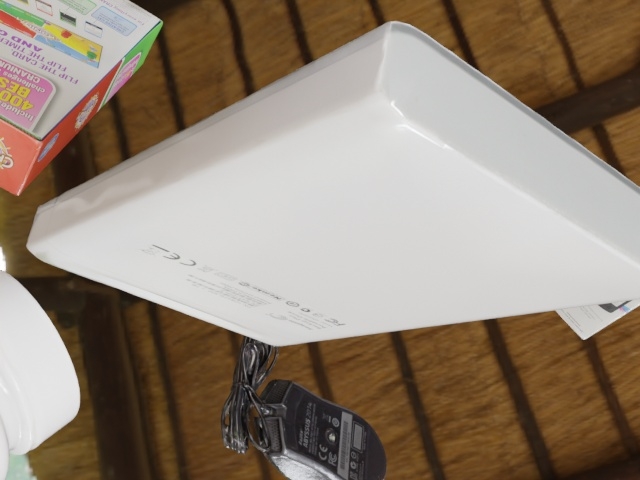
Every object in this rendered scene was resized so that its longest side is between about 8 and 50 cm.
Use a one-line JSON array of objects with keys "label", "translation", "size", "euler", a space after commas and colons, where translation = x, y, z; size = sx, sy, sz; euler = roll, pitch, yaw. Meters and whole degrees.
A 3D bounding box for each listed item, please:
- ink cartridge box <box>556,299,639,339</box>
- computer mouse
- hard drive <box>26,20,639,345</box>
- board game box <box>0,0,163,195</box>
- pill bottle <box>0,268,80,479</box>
[{"label": "ink cartridge box", "translation": [0.436, 0.048, 1.268], "size": [0.072, 0.127, 0.175], "euler": [46, -49, 2]}, {"label": "computer mouse", "translation": [-0.026, 0.251, 1.154], "size": [0.072, 0.272, 0.188], "euler": [-34, -150, 35]}, {"label": "hard drive", "translation": [0.000, 0.000, 0.534], "size": [0.353, 0.233, 0.047], "euler": [-15, -123, 49]}, {"label": "board game box", "translation": [-0.316, -0.199, 0.839], "size": [0.064, 0.242, 0.316], "euler": [-55, -171, 32]}, {"label": "pill bottle", "translation": [-0.310, 0.138, 0.565], "size": [0.161, 0.283, 0.161], "euler": [25, -49, 32]}]
